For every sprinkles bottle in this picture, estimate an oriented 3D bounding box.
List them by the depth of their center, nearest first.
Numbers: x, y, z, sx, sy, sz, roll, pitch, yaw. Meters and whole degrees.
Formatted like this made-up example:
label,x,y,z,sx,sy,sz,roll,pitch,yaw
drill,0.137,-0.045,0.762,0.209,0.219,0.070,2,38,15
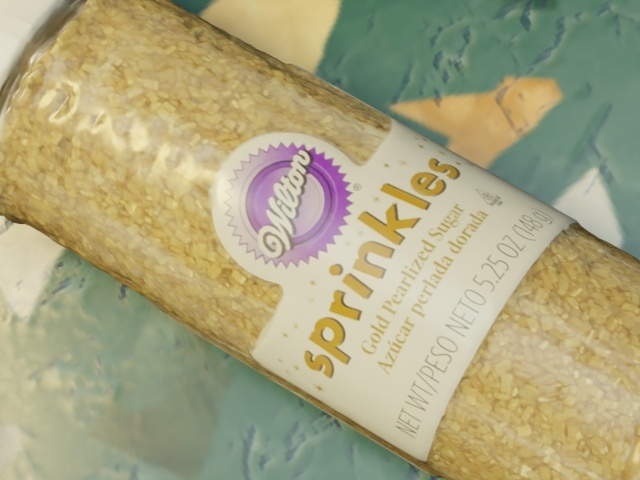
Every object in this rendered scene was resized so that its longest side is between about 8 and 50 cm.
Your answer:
label,x,y,z,sx,sy,sz,roll,pitch,yaw
sprinkles bottle,0.000,0.000,0.748,0.355,0.121,0.121,30,83,14
